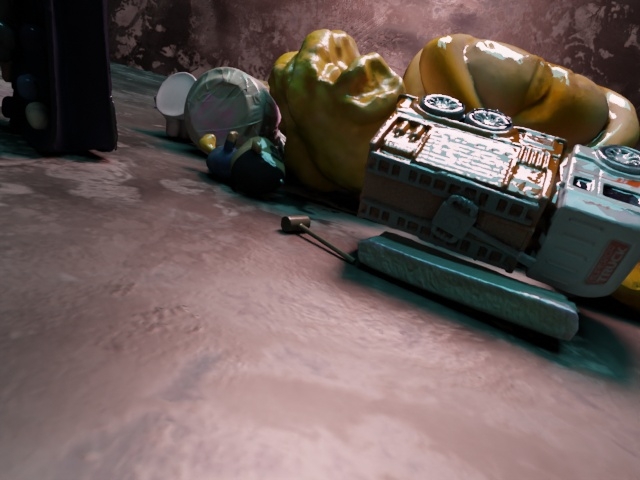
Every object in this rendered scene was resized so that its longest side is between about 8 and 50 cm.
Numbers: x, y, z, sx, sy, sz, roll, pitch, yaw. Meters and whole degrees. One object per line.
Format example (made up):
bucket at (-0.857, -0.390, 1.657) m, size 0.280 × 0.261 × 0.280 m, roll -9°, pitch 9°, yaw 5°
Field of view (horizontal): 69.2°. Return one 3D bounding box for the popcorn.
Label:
popcorn at (0.035, -0.194, 0.786) m, size 0.297 × 0.281 × 0.316 m, roll 54°, pitch -8°, yaw -21°

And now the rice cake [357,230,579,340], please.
rice cake at (0.150, 0.042, 0.487) m, size 0.222 × 0.042 × 0.080 m, roll 21°, pitch 13°, yaw 26°

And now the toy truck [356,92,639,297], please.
toy truck at (0.200, -0.050, 0.522) m, size 0.306 × 0.136 × 0.162 m, roll 22°, pitch 42°, yaw 17°

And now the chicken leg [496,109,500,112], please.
chicken leg at (0.327, -0.035, 0.714) m, size 0.407 × 0.157 × 0.096 m, roll 36°, pitch -20°, yaw -7°

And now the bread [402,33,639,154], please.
bread at (0.364, -0.250, 0.877) m, size 0.425 × 0.328 × 0.245 m, roll 21°, pitch -22°, yaw -4°

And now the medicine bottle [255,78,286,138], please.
medicine bottle at (-0.161, -0.376, 1.329) m, size 0.323 × 0.151 × 0.151 m, roll 28°, pitch 22°, yaw 35°

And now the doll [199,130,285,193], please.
doll at (-0.116, -0.122, 0.717) m, size 0.179 × 0.102 × 0.089 m, roll 32°, pitch 67°, yaw 35°

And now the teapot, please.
teapot at (-0.129, -0.231, 0.902) m, size 0.222 × 0.163 × 0.178 m, roll 20°, pitch 14°, yaw 13°

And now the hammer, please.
hammer at (0.000, 0.000, 0.543) m, size 0.036 × 0.019 × 0.110 m, roll -5°, pitch 32°, yaw -47°

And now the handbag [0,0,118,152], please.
handbag at (-0.393, -0.298, 0.637) m, size 0.269 × 0.325 × 0.119 m, roll 26°, pitch 27°, yaw 37°

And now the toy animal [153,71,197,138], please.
toy animal at (-0.263, -0.255, 1.020) m, size 0.104 × 0.130 × 0.221 m, roll -15°, pitch -14°, yaw 9°

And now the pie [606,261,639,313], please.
pie at (0.433, -0.011, 0.645) m, size 0.274 × 0.069 × 0.273 m, roll 8°, pitch 61°, yaw -15°
